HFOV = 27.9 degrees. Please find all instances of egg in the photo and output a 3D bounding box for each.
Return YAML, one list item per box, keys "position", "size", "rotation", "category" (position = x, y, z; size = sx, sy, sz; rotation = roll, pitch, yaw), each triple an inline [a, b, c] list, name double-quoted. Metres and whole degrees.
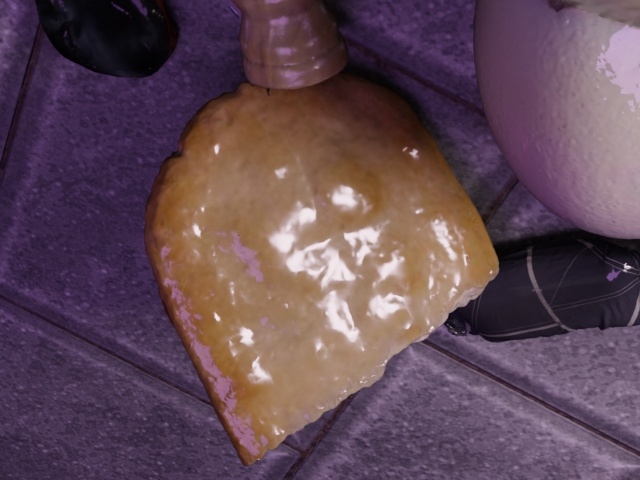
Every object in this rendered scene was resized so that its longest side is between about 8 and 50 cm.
- position: [0.326, -0.163, 1.326]
  size: [0.355, 0.354, 0.339]
  rotation: [14, 133, 11]
  category: "egg"

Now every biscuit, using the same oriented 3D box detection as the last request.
- position: [0.000, 0.000, 1.638]
  size: [0.446, 0.429, 0.104]
  rotation: [66, 168, -11]
  category: "biscuit"

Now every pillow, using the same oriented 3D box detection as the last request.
- position: [0.312, 0.077, 1.772]
  size: [0.335, 0.092, 0.161]
  rotation: [-13, 129, 35]
  category: "pillow"

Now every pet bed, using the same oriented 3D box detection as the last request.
- position: [-0.287, -0.298, 1.703]
  size: [0.201, 0.053, 0.201]
  rotation: [12, 136, 12]
  category: "pet bed"

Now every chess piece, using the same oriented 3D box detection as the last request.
- position: [-0.061, -0.332, 1.507]
  size: [0.137, 0.137, 0.300]
  rotation: [0, 124, 24]
  category: "chess piece"

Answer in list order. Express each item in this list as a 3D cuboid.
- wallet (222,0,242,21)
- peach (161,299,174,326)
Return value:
- position: [-0.099, -0.335, 1.604]
  size: [0.103, 0.020, 0.196]
  rotation: [-26, 117, 40]
  category: "wallet"
- position: [-0.093, 0.044, 1.813]
  size: [0.281, 0.238, 0.281]
  rotation: [-3, 152, -1]
  category: "peach"
